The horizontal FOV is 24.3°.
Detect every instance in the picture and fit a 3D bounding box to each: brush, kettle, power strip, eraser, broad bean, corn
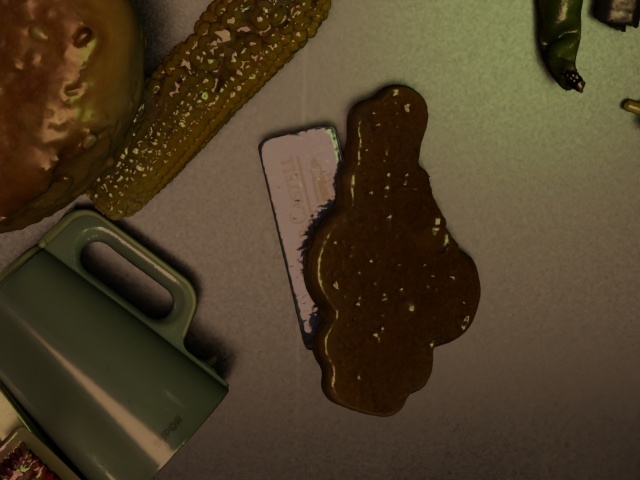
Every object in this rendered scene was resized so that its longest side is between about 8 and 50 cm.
[{"bbox_3d":[-0.204,0.304,1.445,0.060,0.050,0.321,-42,118,-5],"label":"brush"},{"bbox_3d":[-0.210,0.104,1.452,0.243,0.160,0.210,44,78,-2],"label":"kettle"},{"bbox_3d":[-0.289,0.208,1.497,0.048,0.080,0.286,-37,96,1],"label":"power strip"},{"bbox_3d":[0.000,0.000,1.478,0.082,0.036,0.225,-12,99,0],"label":"eraser"},{"bbox_3d":[0.231,-0.235,1.427,0.046,0.061,0.195,-5,89,-21],"label":"broad bean"},{"bbox_3d":[-0.110,-0.151,1.425,0.097,0.097,0.320,42,98,-7],"label":"corn"}]

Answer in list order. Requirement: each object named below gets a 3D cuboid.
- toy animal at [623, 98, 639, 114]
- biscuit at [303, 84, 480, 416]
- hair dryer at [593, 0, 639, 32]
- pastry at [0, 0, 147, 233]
[{"bbox_3d":[0.403,-0.117,1.447,0.181,0.073,0.136,43,90,6],"label":"toy animal"},{"bbox_3d":[0.068,0.010,1.449,0.183,0.047,0.320,-9,97,-27],"label":"biscuit"},{"bbox_3d":[0.316,-0.322,1.408,0.197,0.089,0.251,12,109,-4],"label":"hair dryer"},{"bbox_3d":[-0.298,-0.155,1.373,0.315,0.184,0.284,-41,86,15],"label":"pastry"}]
